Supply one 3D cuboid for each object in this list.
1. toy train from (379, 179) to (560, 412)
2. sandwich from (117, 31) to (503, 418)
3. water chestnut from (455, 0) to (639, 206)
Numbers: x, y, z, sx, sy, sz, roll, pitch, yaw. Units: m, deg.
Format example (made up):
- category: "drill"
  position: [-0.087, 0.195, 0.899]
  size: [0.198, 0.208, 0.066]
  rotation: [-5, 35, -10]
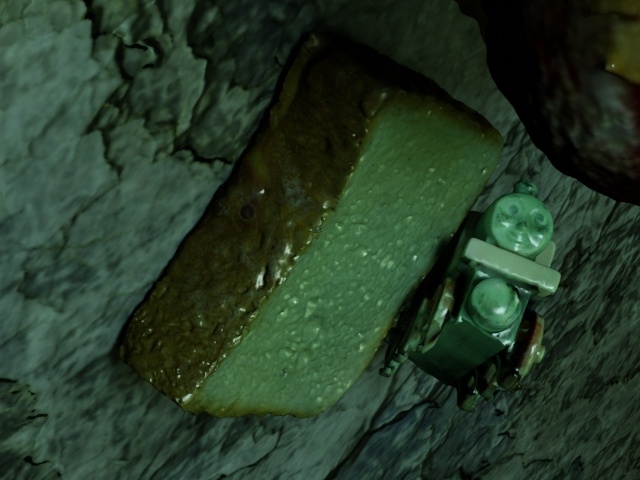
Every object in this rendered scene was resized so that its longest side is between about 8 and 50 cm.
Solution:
- category: "toy train"
  position: [0.097, 0.032, 1.002]
  size: [0.194, 0.081, 0.125]
  rotation: [121, -9, -74]
- category: "sandwich"
  position: [0.000, 0.000, 0.906]
  size: [0.214, 0.065, 0.186]
  rotation: [-56, 152, 9]
- category: "water chestnut"
  position: [0.139, -0.174, 0.722]
  size: [0.335, 0.347, 0.335]
  rotation: [-8, 90, -68]
